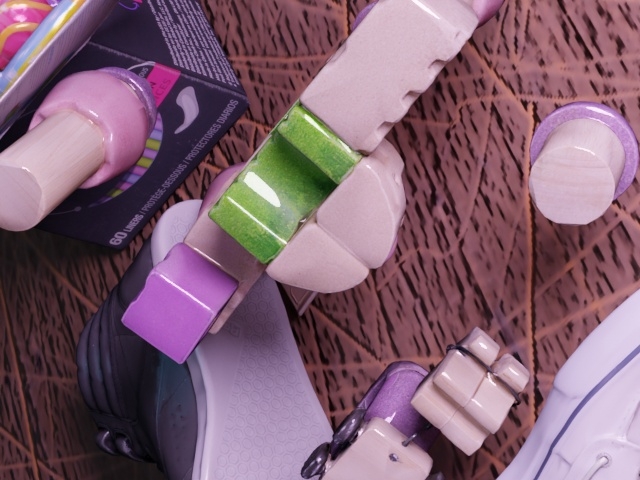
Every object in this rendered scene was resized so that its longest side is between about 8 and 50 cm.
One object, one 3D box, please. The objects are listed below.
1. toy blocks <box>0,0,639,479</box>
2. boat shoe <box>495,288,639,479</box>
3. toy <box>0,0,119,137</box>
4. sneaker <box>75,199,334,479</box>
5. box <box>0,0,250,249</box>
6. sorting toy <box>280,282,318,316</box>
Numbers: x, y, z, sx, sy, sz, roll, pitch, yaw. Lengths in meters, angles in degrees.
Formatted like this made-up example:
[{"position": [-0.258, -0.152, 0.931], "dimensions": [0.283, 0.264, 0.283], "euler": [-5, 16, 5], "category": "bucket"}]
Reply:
[{"position": [0.025, -0.066, 0.948], "dimensions": [0.309, 0.260, 0.288], "euler": [40, 118, -2], "category": "toy blocks"}, {"position": [0.146, 0.116, 0.844], "dimensions": [0.076, 0.083, 0.226], "euler": [49, 126, 29], "category": "boat shoe"}, {"position": [-0.175, -0.109, 0.959], "dimensions": [0.237, 0.056, 0.137], "euler": [-56, 9, -20], "category": "toy"}, {"position": [-0.071, 0.137, 1.047], "dimensions": [0.147, 0.104, 0.296], "euler": [-42, 57, 49], "category": "sneaker"}, {"position": [-0.212, -0.120, 1.130], "dimensions": [0.165, 0.270, 0.143], "euler": [-48, 48, 26], "category": "box"}, {"position": [0.000, 0.000, 1.064], "dimensions": [0.083, 0.012, 0.062], "euler": [-54, 42, 25], "category": "sorting toy"}]
